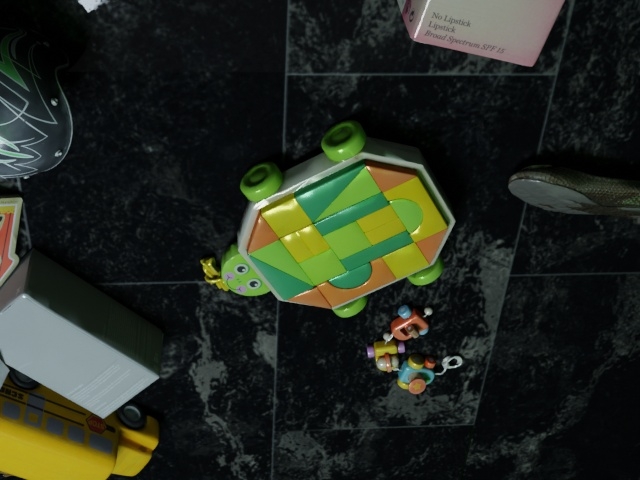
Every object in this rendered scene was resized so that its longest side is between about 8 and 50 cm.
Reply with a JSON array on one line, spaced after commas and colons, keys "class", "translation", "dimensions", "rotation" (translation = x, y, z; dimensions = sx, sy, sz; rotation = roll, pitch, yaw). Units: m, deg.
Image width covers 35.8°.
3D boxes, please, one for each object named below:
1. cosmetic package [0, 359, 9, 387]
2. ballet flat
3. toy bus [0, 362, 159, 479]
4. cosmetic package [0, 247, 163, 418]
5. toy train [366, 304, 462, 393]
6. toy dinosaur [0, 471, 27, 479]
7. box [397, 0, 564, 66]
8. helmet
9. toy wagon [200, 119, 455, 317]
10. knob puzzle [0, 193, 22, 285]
[{"class": "cosmetic package", "translation": [-0.547, 0.174, 1.315], "dimensions": [0.239, 0.099, 0.060], "rotation": [15, 155, 10]}, {"class": "ballet flat", "translation": [0.369, -0.067, 1.312], "dimensions": [0.249, 0.058, 0.084], "rotation": [10, 164, -8]}, {"class": "toy bus", "translation": [-0.406, 0.279, 1.459], "dimensions": [0.332, 0.130, 0.108], "rotation": [27, 122, -26]}, {"class": "cosmetic package", "translation": [-0.346, 0.132, 1.363], "dimensions": [0.127, 0.107, 0.238], "rotation": [-35, 123, 22]}, {"class": "toy train", "translation": [0.143, 0.173, 1.489], "dimensions": [0.125, 0.046, 0.166], "rotation": [-29, 127, 18]}, {"class": "toy dinosaur", "translation": [-0.459, 0.385, 1.587], "dimensions": [0.112, 0.064, 0.211], "rotation": [-3, 131, -6]}, {"class": "box", "translation": [0.188, -0.320, 1.023], "dimensions": [0.148, 0.127, 0.232], "rotation": [9, 129, -14]}, {"class": "helmet", "translation": [-0.354, -0.148, 1.081], "dimensions": [0.169, 0.161, 0.169], "rotation": [-3, 131, -4]}, {"class": "toy wagon", "translation": [0.000, 0.000, 1.311], "dimensions": [0.344, 0.068, 0.267], "rotation": [-25, 128, 14]}, {"class": "knob puzzle", "translation": [-0.466, 0.038, 1.237], "dimensions": [0.213, 0.030, 0.213], "rotation": [-27, 137, -28]}]
